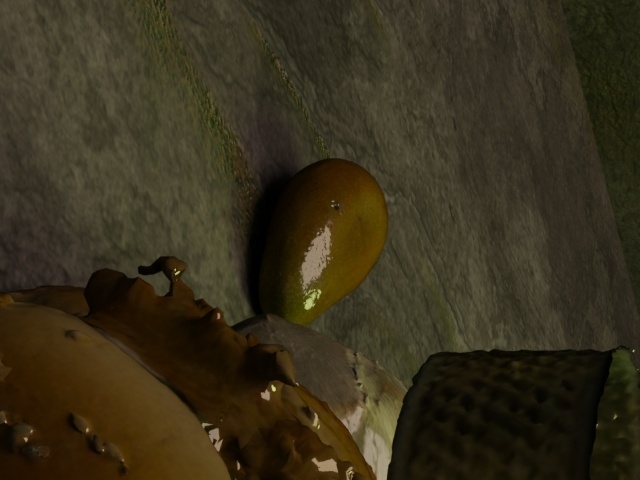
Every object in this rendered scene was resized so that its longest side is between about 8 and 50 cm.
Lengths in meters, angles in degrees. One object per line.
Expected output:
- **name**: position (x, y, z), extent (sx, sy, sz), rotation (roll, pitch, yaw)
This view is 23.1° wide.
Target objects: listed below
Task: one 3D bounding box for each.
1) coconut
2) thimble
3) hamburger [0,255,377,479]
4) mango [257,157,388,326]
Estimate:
- **coconut**: position (-0.036, 0.182, 1.188), extent (0.245, 0.244, 0.247), rotation (-22, 101, -68)
- **thimble**: position (0.153, 0.210, 1.147), extent (0.271, 0.150, 0.271), rotation (-2, 90, -69)
- **hamburger**: position (-0.097, 0.188, 0.879), extent (0.268, 0.287, 0.446), rotation (1, 60, -62)
- **mango**: position (0.000, 0.000, 1.547), extent (0.227, 0.099, 0.136), rotation (-56, 139, -49)
